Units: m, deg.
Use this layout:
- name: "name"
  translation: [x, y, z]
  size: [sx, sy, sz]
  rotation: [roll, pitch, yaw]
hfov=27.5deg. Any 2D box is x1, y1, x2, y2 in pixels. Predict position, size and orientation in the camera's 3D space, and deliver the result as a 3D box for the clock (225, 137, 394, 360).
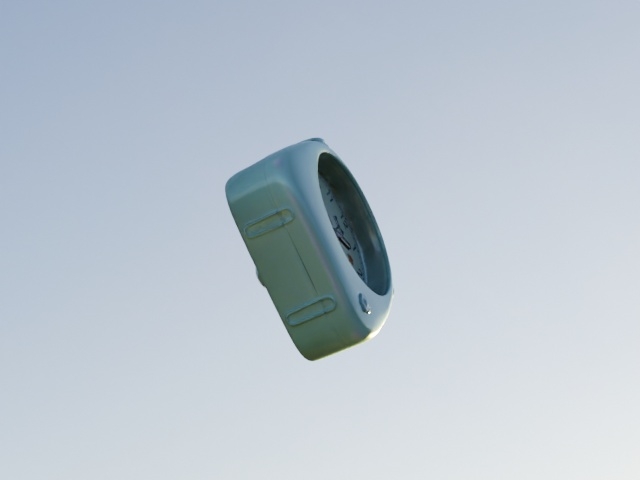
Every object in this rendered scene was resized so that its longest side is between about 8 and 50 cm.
- name: "clock"
  translation: [0.000, 0.000, 1.470]
  size: [0.094, 0.224, 0.274]
  rotation: [-23, 5, 16]
